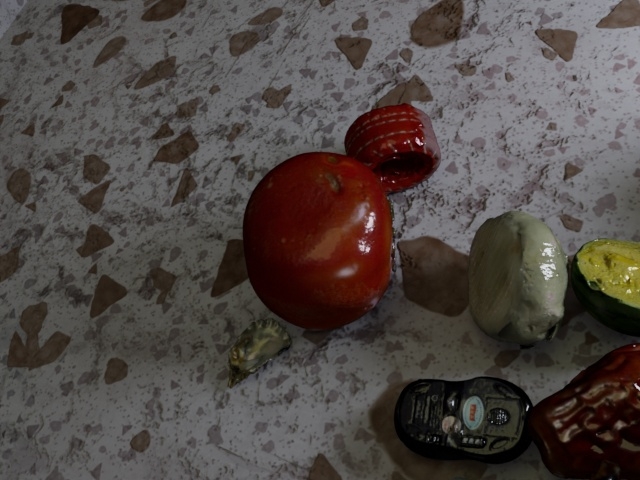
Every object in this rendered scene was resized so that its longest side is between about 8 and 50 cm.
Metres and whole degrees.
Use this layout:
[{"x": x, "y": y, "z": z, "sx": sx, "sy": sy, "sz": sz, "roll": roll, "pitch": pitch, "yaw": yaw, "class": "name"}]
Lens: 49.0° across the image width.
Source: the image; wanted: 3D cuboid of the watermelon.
[{"x": 0.521, "y": 0.088, "z": 1.151, "sx": 0.232, "sy": 0.127, "sz": 0.204, "roll": 12, "pitch": 34, "yaw": 9, "class": "watermelon"}]

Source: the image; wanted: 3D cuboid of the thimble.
[{"x": 0.149, "y": -0.190, "z": 1.459, "sx": 0.189, "sy": 0.163, "sz": 0.125, "roll": -20, "pitch": 56, "yaw": 10, "class": "thimble"}]

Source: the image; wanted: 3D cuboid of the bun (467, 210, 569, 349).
[{"x": 0.345, "y": 0.067, "z": 1.200, "sx": 0.141, "sy": 0.239, "sz": 0.239, "roll": 2, "pitch": 57, "yaw": -8, "class": "bun"}]

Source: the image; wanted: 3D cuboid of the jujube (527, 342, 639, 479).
[{"x": 0.457, "y": 0.256, "z": 1.037, "sx": 0.290, "sy": 0.197, "sz": 0.197, "roll": -20, "pitch": 55, "yaw": 2, "class": "jujube"}]

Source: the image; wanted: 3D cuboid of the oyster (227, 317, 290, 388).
[{"x": -0.122, "y": 0.219, "z": 1.390, "sx": 0.121, "sy": 0.045, "sz": 0.146, "roll": -6, "pitch": 51, "yaw": 22, "class": "oyster"}]

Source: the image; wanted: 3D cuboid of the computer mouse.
[{"x": 0.240, "y": 0.298, "z": 1.166, "sx": 0.233, "sy": 0.096, "sz": 0.137, "roll": 1, "pitch": 56, "yaw": 27, "class": "computer mouse"}]

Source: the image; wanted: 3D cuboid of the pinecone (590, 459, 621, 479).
[{"x": 0.367, "y": 0.464, "z": 0.853, "sx": 0.397, "sy": 0.398, "sz": 0.398, "roll": -10, "pitch": 57, "yaw": 16, "class": "pinecone"}]

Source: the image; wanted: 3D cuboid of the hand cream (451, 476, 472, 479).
[{"x": 0.199, "y": 0.497, "z": 1.091, "sx": 0.079, "sy": 0.048, "sz": 0.255, "roll": 17, "pitch": 65, "yaw": 24, "class": "hand cream"}]

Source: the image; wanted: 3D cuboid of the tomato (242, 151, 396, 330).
[{"x": 0.000, "y": 0.000, "z": 1.336, "sx": 0.289, "sy": 0.293, "sz": 0.325, "roll": -7, "pitch": 66, "yaw": 4, "class": "tomato"}]
